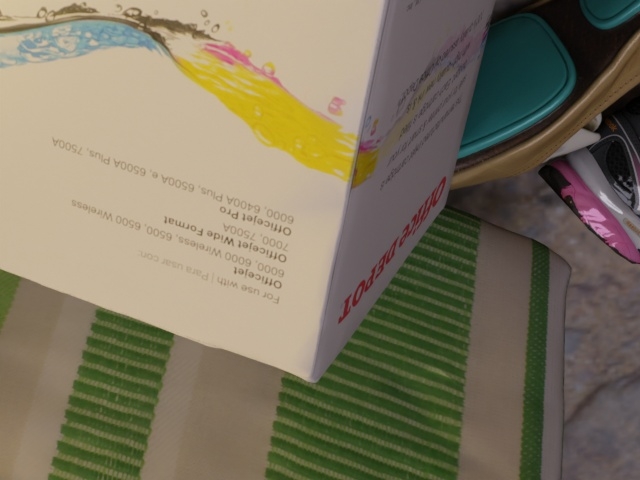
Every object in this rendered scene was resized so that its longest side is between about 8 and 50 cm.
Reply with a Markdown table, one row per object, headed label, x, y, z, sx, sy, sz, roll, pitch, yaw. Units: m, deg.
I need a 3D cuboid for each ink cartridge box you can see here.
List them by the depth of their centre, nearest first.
| label | x | y | z | sx | sy | sz | roll | pitch | yaw |
| --- | --- | --- | --- | --- | --- | --- | --- | --- | --- |
| ink cartridge box | -0.029 | -0.100 | 0.654 | 0.168 | 0.171 | 0.233 | 19 | 120 | 14 |

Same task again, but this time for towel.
| label | x | y | z | sx | sy | sz | roll | pitch | yaw |
| --- | --- | --- | --- | --- | --- | --- | --- | --- | --- |
| towel | -0.054 | 0.049 | 0.719 | 0.325 | 0.248 | 0.038 | 12 | 135 | -2 |

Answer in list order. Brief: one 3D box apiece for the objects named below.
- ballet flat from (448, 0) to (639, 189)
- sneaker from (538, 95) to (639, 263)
| label | x | y | z | sx | sy | sz | roll | pitch | yaw |
| --- | --- | --- | --- | --- | --- | --- | --- | --- | --- |
| ballet flat | 0.127 | -0.081 | 0.766 | 0.232 | 0.080 | 0.073 | -36 | 133 | 20 |
| sneaker | 0.195 | -0.005 | 0.823 | 0.178 | 0.072 | 0.077 | 36 | 104 | -28 |
